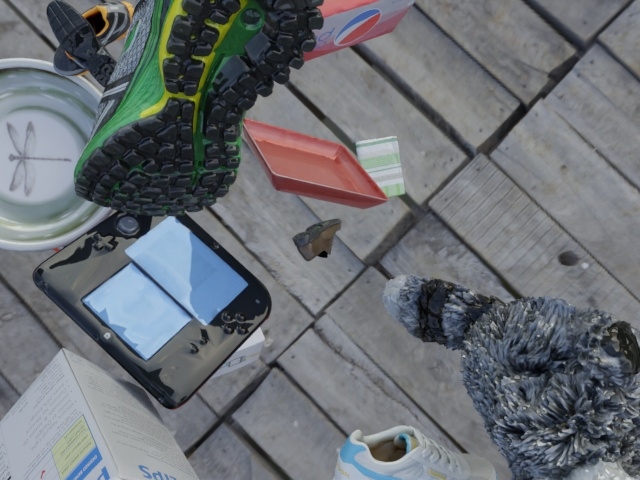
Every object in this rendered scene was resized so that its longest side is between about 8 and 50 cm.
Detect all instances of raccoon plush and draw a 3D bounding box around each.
[{"bbox_3d":[0.219,0.234,0.764,0.216,0.446,0.299,34,76,-31],"label":"raccoon plush"}]

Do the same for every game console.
[{"bbox_3d":[-0.319,0.102,1.303,0.386,0.342,0.060,42,135,5],"label":"game console"}]

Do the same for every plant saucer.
[{"bbox_3d":[-0.023,-0.149,1.294,0.258,0.259,0.048,10,118,-29],"label":"plant saucer"},{"bbox_3d":[-0.614,-0.177,1.362,0.400,0.100,0.401,0,90,-18],"label":"plant saucer"}]

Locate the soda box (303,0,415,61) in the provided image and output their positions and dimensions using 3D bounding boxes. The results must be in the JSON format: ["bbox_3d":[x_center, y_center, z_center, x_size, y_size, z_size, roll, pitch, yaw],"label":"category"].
[{"bbox_3d":[-0.012,-0.264,0.729,0.263,0.092,0.084,-28,83,-27],"label":"soda box"}]

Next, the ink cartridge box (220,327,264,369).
[{"bbox_3d":[-0.295,0.266,1.866,0.197,0.270,0.198,-19,73,-17],"label":"ink cartridge box"}]

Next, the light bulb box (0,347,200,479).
[{"bbox_3d":[-0.422,0.447,1.081,0.358,0.225,0.361,-51,41,-3],"label":"light bulb box"}]

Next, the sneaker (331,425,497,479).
[{"bbox_3d":[0.132,0.296,0.832,0.228,0.087,0.092,6,109,-18],"label":"sneaker"}]

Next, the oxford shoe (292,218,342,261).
[{"bbox_3d":[0.000,0.000,1.828,0.082,0.227,0.096,-15,102,35],"label":"oxford shoe"}]

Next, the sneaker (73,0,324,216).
[{"bbox_3d":[-0.118,-0.143,0.569,0.343,0.134,0.146,-44,47,37],"label":"sneaker"}]

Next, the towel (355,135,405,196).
[{"bbox_3d":[0.151,-0.182,1.626,0.113,0.023,0.152,-11,97,-13],"label":"towel"}]

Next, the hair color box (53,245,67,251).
[{"bbox_3d":[-0.626,0.003,1.546,0.141,0.072,0.043,11,87,37],"label":"hair color box"}]

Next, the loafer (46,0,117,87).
[{"bbox_3d":[-0.409,-0.337,1.112,0.062,0.061,0.170,-36,119,-6],"label":"loafer"}]

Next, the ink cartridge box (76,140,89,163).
[{"bbox_3d":[-0.387,-0.156,1.337,0.067,0.198,0.115,-24,40,43],"label":"ink cartridge box"}]

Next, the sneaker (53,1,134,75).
[{"bbox_3d":[-0.462,-0.402,1.265,0.214,0.083,0.084,-33,89,23],"label":"sneaker"}]
